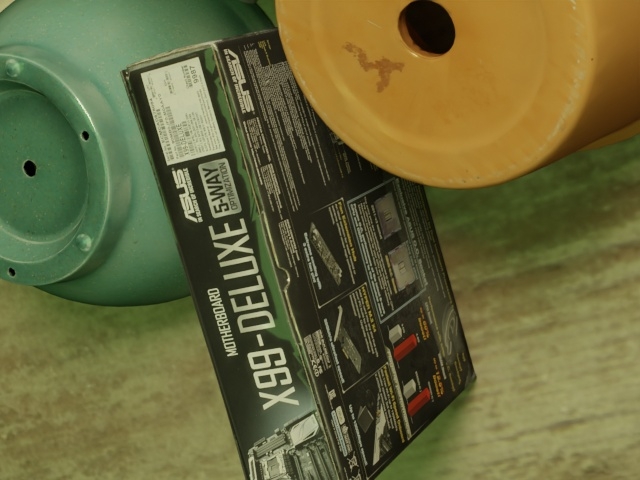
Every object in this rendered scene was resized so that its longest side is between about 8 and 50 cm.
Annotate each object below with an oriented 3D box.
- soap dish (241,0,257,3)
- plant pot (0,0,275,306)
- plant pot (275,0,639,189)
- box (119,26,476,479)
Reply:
[{"bbox_3d":[-0.093,-0.287,0.855,0.118,0.291,0.229,-37,85,12],"label":"soap dish"},{"bbox_3d":[-0.181,-0.071,0.999,0.293,0.196,0.293,8,108,25],"label":"plant pot"},{"bbox_3d":[0.108,-0.162,0.781,0.290,0.203,0.291,17,126,24],"label":"plant pot"},{"bbox_3d":[0.000,0.000,0.900,0.076,0.242,0.307,-12,99,29],"label":"box"}]
